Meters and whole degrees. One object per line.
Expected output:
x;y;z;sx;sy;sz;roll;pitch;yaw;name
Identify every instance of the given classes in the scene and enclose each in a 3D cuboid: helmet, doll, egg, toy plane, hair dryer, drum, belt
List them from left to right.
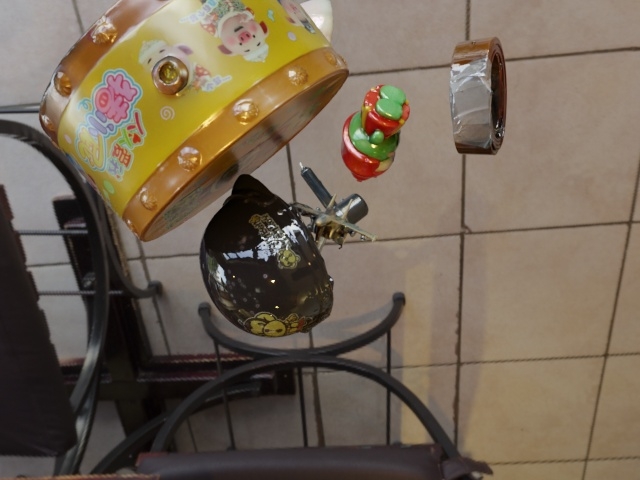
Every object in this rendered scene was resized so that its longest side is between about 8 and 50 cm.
-0.176;-0.203;0.788;0.431;0.431;0.214;-38;96;18;drum
-0.112;0.043;0.842;0.279;0.160;0.230;51;153;10;helmet
-0.073;-0.485;1.360;0.161;0.206;0.271;4;133;-16;egg
0.012;-0.030;0.981;0.192;0.262;0.088;23;107;7;toy plane
0.017;-0.122;1.375;0.124;0.071;0.219;-39;90;-16;hair dryer
0.136;-0.271;1.443;0.160;0.183;0.363;10;152;1;doll
0.367;-0.329;1.207;0.105;0.184;0.261;6;101;32;belt

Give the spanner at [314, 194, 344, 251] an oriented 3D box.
0.000;0.000;1.574;0.071;0.017;0.302;28;77;-20;spanner
